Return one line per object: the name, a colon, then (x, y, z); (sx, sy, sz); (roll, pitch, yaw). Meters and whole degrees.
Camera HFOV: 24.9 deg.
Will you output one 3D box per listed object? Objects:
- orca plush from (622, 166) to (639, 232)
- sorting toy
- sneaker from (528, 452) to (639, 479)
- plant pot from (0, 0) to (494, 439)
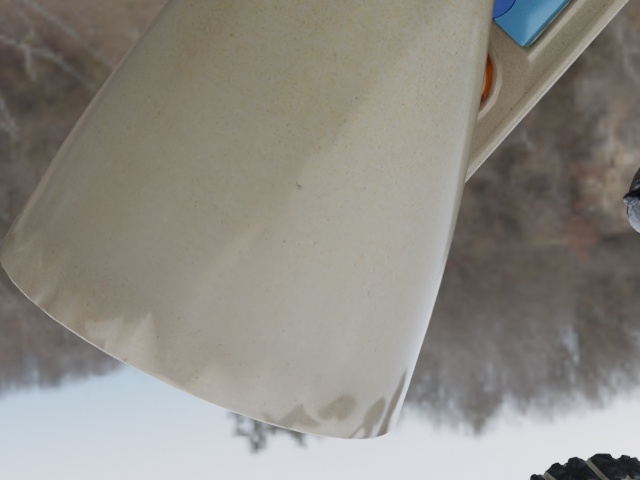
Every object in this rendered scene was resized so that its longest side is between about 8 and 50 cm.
orca plush: (0.428, -0.049, 1.775); (0.102, 0.151, 0.287); (-21, -174, -13)
sorting toy: (0.052, -0.213, 1.046); (0.229, 0.307, 0.041); (-50, 170, 26)
sneaker: (0.181, 0.267, 1.193); (0.283, 0.122, 0.110); (-14, -138, -2)
plant pot: (-0.015, -0.068, 0.840); (0.257, 0.274, 0.256); (24, -170, -4)
